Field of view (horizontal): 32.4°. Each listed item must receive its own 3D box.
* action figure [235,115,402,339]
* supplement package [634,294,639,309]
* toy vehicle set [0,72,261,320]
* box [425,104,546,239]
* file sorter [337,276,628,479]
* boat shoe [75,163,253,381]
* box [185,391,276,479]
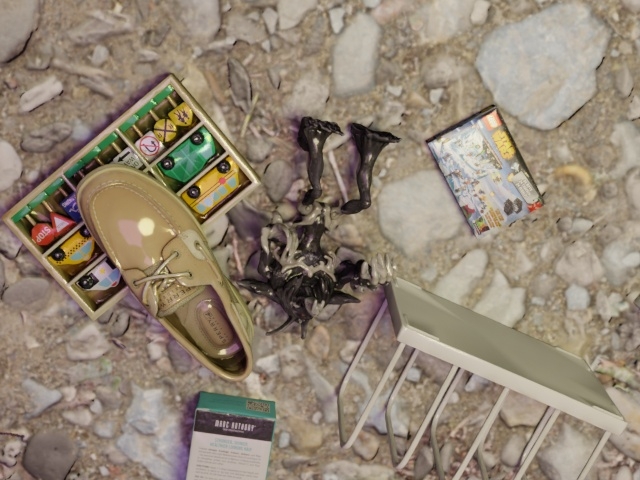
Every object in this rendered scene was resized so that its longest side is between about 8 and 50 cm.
[{"bbox_3d":[0.000,0.000,1.278,0.164,0.141,0.275,10,102,-16],"label":"action figure"},{"bbox_3d":[0.550,0.049,1.305,0.204,0.145,0.262,35,101,-9],"label":"supplement package"},{"bbox_3d":[-0.224,-0.051,1.309,0.267,0.035,0.166,-39,102,7],"label":"toy vehicle set"},{"bbox_3d":[0.198,-0.081,1.321,0.094,0.027,0.137,-27,103,6],"label":"box"},{"bbox_3d":[0.178,0.194,1.305,0.278,0.193,0.173,23,104,-7],"label":"file sorter"},{"bbox_3d":[-0.168,0.041,1.265,0.109,0.098,0.302,-32,119,3],"label":"boat shoe"},{"bbox_3d":[-0.123,0.319,1.390,0.101,0.060,0.244,9,103,-4],"label":"box"}]
